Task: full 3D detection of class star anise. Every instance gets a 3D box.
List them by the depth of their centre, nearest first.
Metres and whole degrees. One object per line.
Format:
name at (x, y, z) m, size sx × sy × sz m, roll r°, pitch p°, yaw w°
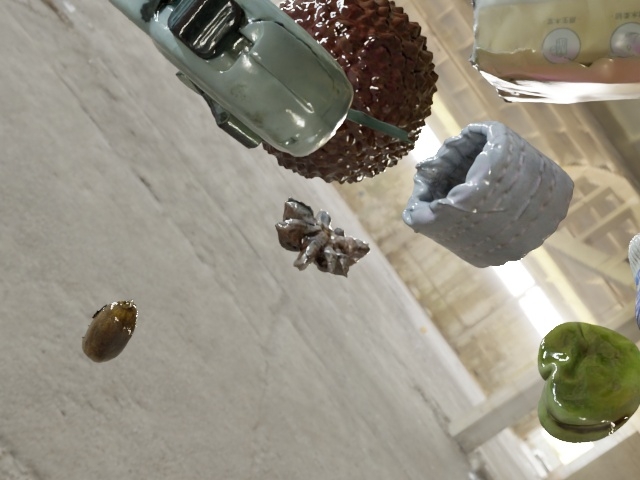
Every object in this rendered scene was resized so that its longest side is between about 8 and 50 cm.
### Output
star anise at (0.000, 0.000, 1.664) m, size 0.236 × 0.093 × 0.229 m, roll 24°, pitch 33°, yaw -22°

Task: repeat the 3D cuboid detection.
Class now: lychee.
lychee at (0.033, -0.230, 1.172) m, size 0.330 × 0.306 × 0.306 m, roll 4°, pitch 43°, yaw -45°

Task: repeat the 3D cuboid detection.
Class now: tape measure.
tape measure at (-0.009, -0.095, 0.580) m, size 0.330 × 0.084 × 0.164 m, roll 32°, pitch 16°, yaw -51°

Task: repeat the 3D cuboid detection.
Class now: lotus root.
lotus root at (-0.211, 0.094, 0.772) m, size 0.037 × 0.083 × 0.030 m, roll 12°, pitch 39°, yaw -37°

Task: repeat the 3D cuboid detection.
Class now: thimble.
thimble at (0.172, -0.049, 0.817) m, size 0.118 × 0.151 × 0.127 m, roll 33°, pitch 54°, yaw -18°

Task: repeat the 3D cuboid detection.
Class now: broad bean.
broad bean at (0.378, 0.188, 1.091) m, size 0.153 × 0.206 × 0.072 m, roll 17°, pitch -40°, yaw 22°

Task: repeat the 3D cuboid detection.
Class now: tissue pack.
tissue pack at (0.253, -0.170, 0.586) m, size 0.215 × 0.257 × 0.122 m, roll -6°, pitch 97°, yaw -70°

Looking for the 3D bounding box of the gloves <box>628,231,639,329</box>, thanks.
gloves at (0.372, 0.090, 0.789) m, size 0.097 × 0.119 × 0.229 m, roll 7°, pitch 55°, yaw -31°
